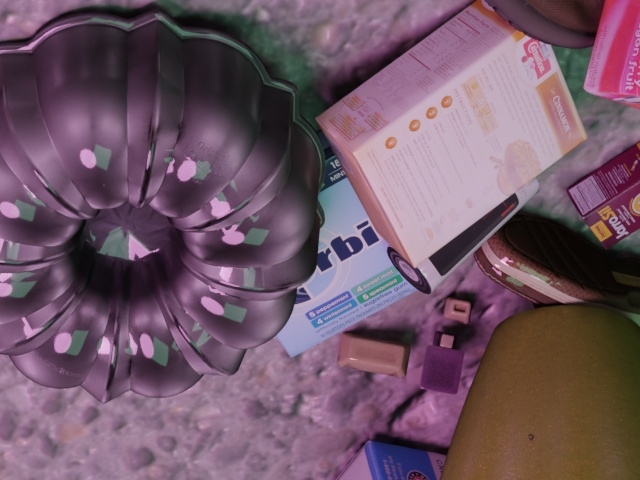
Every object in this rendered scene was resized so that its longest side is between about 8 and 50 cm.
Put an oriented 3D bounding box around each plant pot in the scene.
[{"bbox_3d":[0.213,0.216,1.499,0.275,0.293,0.275,2,154,1],"label":"plant pot"}]

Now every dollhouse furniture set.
[{"bbox_3d":[0.077,0.094,1.618,0.114,0.091,0.081,10,170,1],"label":"dollhouse furniture set"}]

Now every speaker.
[{"bbox_3d":[0.122,-0.019,1.475,0.136,0.055,0.055,-42,134,-14],"label":"speaker"}]

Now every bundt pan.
[{"bbox_3d":[-0.151,-0.005,1.343,0.331,0.124,0.330,-3,124,-5],"label":"bundt pan"}]

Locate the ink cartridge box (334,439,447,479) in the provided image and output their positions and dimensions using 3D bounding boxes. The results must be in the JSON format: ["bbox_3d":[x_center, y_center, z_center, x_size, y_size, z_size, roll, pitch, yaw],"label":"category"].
[{"bbox_3d":[0.169,0.341,1.707,0.307,0.223,0.129,14,128,-28],"label":"ink cartridge box"}]

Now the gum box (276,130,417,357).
[{"bbox_3d":[0.000,0.000,1.490,0.157,0.041,0.184,-29,133,5],"label":"gum box"}]

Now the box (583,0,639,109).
[{"bbox_3d":[0.320,-0.229,1.242,0.142,0.154,0.300,13,92,-28],"label":"box"}]

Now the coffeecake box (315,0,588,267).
[{"bbox_3d":[0.110,-0.091,1.402,0.185,0.068,0.142,-36,132,-7],"label":"coffeecake box"}]

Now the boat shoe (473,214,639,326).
[{"bbox_3d":[0.231,0.056,1.583,0.257,0.095,0.095,20,126,-31],"label":"boat shoe"}]

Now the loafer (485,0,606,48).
[{"bbox_3d":[0.120,-0.270,1.238,0.130,0.134,0.366,-41,130,17],"label":"loafer"}]

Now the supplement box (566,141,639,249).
[{"bbox_3d":[0.272,-0.041,1.545,0.083,0.043,0.055,-34,133,12],"label":"supplement box"}]
